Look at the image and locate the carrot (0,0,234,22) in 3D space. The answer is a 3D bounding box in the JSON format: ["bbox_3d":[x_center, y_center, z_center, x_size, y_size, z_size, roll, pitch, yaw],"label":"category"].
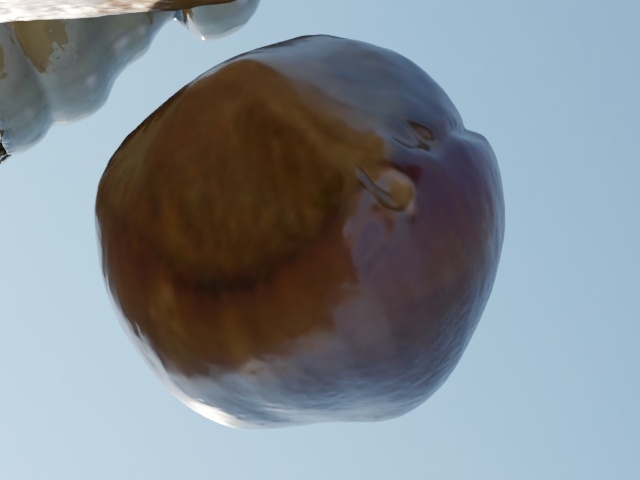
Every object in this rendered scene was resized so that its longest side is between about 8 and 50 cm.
[{"bbox_3d":[-0.107,-0.114,0.444,0.258,0.307,0.100,-27,117,-83],"label":"carrot"}]

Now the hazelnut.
[{"bbox_3d":[0.000,0.000,0.726,0.182,0.182,0.182,-28,-128,42],"label":"hazelnut"}]

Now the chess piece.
[{"bbox_3d":[-0.096,-0.161,0.993,0.261,0.142,0.143,-25,-142,-11],"label":"chess piece"}]
